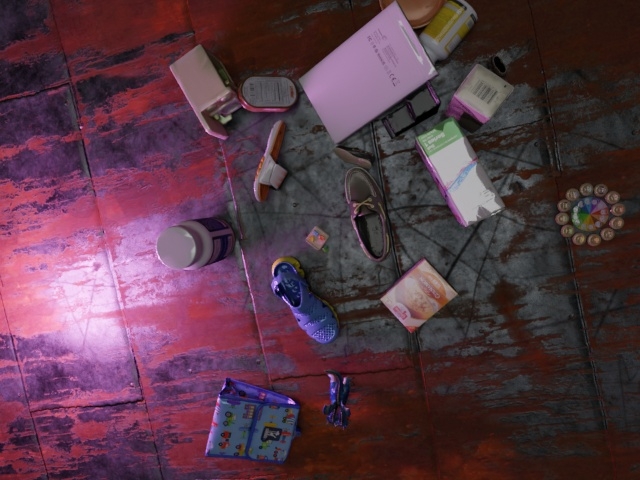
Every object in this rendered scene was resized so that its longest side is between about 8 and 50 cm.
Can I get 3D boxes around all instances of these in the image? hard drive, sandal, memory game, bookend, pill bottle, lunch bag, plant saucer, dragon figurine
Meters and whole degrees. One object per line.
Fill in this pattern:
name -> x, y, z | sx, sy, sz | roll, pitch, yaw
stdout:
hard drive -> 0.132, -0.477, 1.282 | 0.353, 0.047, 0.233 | -30, 89, 27
sandal -> -0.059, 0.200, 1.388 | 0.126, 0.138, 0.317 | -40, 89, 10
memory game -> 0.775, -0.074, 1.261 | 0.186, 0.012, 0.186 | 1, 95, 11
sandal -> -0.138, -0.242, 1.375 | 0.076, 0.102, 0.265 | 18, 97, 11
bookend -> 0.255, -0.370, 1.259 | 0.157, 0.156, 0.072 | -29, 90, 13
pill bottle -> -0.384, 0.009, 1.364 | 0.153, 0.265, 0.153 | 1, 95, 11
lunch bag -> -0.211, 0.620, 1.480 | 0.293, 0.138, 0.221 | 13, 97, -3
plant saucer -> 0.272, -0.717, 1.281 | 0.200, 0.037, 0.200 | 1, 96, 10
dragon figurine -> 0.056, 0.498, 1.363 | 0.085, 0.289, 0.144 | 5, 59, 8
pill bottle -> 0.346, -0.581, 1.244 | 0.103, 0.103, 0.184 | 42, 106, 4

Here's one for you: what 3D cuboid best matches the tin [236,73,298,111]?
tin -> -0.159, -0.450, 1.341 | 0.190, 0.040, 0.106 | -8, 99, -24

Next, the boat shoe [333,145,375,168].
boat shoe -> 0.105, -0.265, 1.358 | 0.133, 0.049, 0.042 | 24, 67, 17

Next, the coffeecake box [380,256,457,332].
coffeecake box -> 0.299, 0.166, 1.349 | 0.185, 0.068, 0.142 | -44, 87, 12

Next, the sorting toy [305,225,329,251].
sorting toy -> 0.000, 0.000, 1.418 | 0.083, 0.012, 0.062 | 37, 101, 6

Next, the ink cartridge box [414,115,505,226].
ink cartridge box -> 0.381, -0.187, 1.229 | 0.117, 0.201, 0.278 | -29, 90, 13

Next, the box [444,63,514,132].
box -> 0.411, -0.367, 1.167 | 0.113, 0.275, 0.094 | 37, 101, 6

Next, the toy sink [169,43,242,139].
toy sink -> -0.327, -0.457, 1.365 | 0.131, 0.153, 0.234 | -30, 89, 12

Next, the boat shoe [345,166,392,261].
boat shoe -> 0.147, -0.081, 1.341 | 0.109, 0.091, 0.305 | -17, 92, 12

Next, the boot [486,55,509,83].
boot -> 0.507, -0.464, 1.235 | 0.042, 0.087, 0.118 | -36, 89, 10
